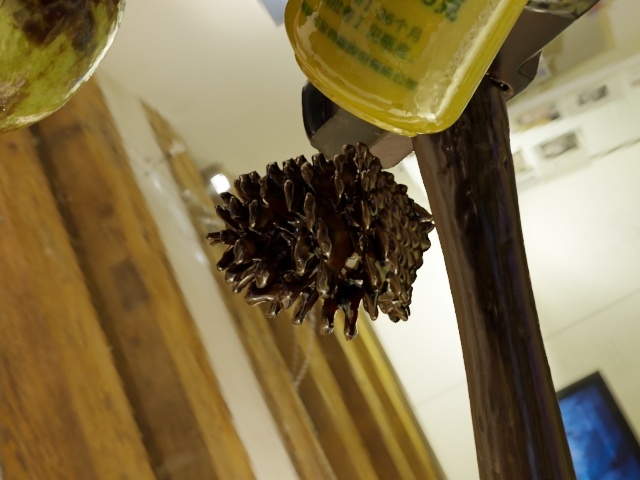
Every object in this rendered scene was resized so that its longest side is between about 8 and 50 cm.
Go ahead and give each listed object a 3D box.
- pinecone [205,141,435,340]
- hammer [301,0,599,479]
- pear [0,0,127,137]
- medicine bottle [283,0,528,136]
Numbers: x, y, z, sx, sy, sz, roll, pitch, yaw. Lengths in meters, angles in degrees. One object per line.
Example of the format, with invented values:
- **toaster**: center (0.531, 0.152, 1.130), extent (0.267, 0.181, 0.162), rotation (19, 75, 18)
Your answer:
- **pinecone**: center (0.001, -0.004, 0.593), extent (0.102, 0.109, 0.102), rotation (16, -90, -84)
- **hammer**: center (0.095, 0.023, 0.647), extent (0.242, 0.095, 0.408), rotation (136, 127, -63)
- **pear**: center (-0.271, -0.203, 0.836), extent (0.283, 0.284, 0.283), rotation (58, -170, -16)
- **medicine bottle**: center (0.071, -0.165, 0.465), extent (0.095, 0.260, 0.064), rotation (40, -150, 19)
